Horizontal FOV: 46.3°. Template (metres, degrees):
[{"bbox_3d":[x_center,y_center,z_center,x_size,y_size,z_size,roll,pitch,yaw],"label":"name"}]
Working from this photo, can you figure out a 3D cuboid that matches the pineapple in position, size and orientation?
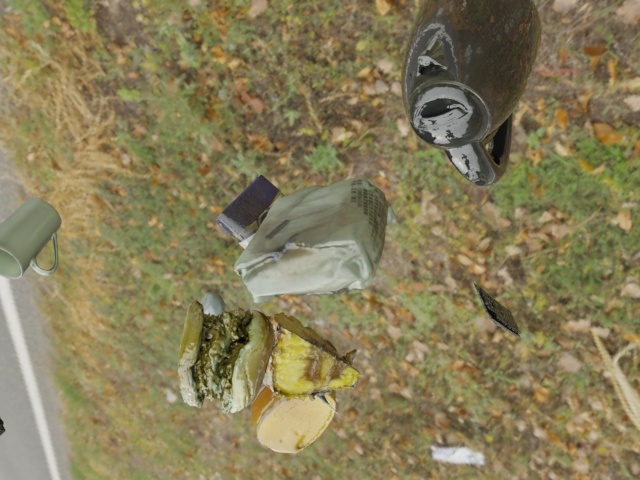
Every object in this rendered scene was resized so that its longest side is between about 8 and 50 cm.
[{"bbox_3d":[-0.054,0.266,1.676,0.334,0.158,0.161,27,-174,-43],"label":"pineapple"}]

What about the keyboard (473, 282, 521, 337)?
[{"bbox_3d":[0.332,0.131,1.394,0.015,0.074,0.196,-26,151,20],"label":"keyboard"}]

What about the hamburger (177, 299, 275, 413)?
[{"bbox_3d":[-0.134,0.172,1.064,0.131,0.159,0.185,7,143,-8],"label":"hamburger"}]

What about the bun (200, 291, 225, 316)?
[{"bbox_3d":[-0.220,0.142,1.517,0.045,0.083,0.083,20,154,-17],"label":"bun"}]

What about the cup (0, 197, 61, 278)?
[{"bbox_3d":[-0.322,-0.001,0.831,0.075,0.083,0.054,17,137,12],"label":"cup"}]

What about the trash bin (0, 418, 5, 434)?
[{"bbox_3d":[-0.771,0.299,1.432,0.301,0.252,0.203,59,178,19],"label":"trash bin"}]

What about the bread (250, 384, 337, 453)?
[{"bbox_3d":[-0.069,0.451,2.042,0.195,0.269,0.142,35,-161,-23],"label":"bread"}]

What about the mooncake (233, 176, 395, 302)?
[{"bbox_3d":[0.003,0.004,1.313,0.250,0.254,0.136,-12,122,29],"label":"mooncake"}]

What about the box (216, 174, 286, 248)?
[{"bbox_3d":[-0.113,-0.024,1.881,0.259,0.168,0.071,41,160,3],"label":"box"}]

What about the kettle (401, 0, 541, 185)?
[{"bbox_3d":[0.237,-0.231,1.168,0.207,0.290,0.268,-14,127,34],"label":"kettle"}]
